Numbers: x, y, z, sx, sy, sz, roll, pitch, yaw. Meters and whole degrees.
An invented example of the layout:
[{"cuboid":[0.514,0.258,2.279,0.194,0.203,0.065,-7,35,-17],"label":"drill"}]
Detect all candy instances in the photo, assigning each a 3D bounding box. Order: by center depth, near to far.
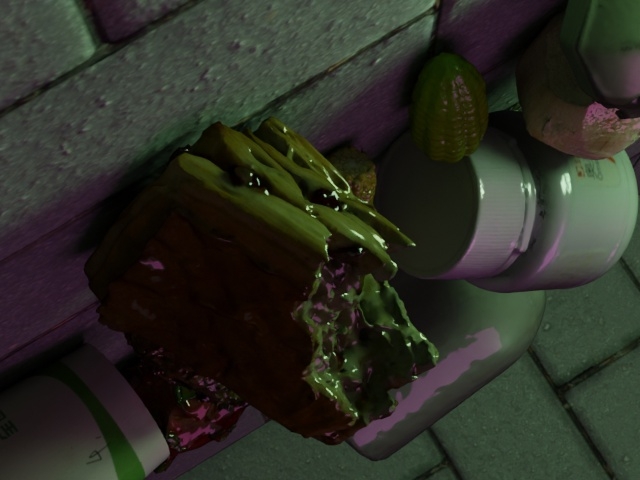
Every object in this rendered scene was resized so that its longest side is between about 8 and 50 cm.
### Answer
[{"cuboid":[0.146,-0.160,1.677,0.096,0.097,0.209,-31,163,-5],"label":"candy"}]

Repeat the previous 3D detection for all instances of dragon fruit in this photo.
[{"cuboid":[-0.229,0.242,2.155,0.269,0.198,0.200,-17,-176,-28],"label":"dragon fruit"}]

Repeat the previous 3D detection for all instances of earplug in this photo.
[{"cuboid":[0.163,0.117,2.352,0.394,0.313,0.312,-38,167,14],"label":"earplug"}]

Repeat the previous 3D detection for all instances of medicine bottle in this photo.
[{"cuboid":[0.243,-0.051,1.934,0.301,0.241,0.241,-2,151,-40],"label":"medicine bottle"}]

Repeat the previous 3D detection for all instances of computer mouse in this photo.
[{"cuboid":[0.440,-0.266,1.620,0.429,0.228,0.145,-27,-153,-36],"label":"computer mouse"}]

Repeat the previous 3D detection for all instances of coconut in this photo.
[{"cuboid":[0.328,-0.191,1.798,0.194,0.194,0.194,-31,168,-7],"label":"coconut"}]

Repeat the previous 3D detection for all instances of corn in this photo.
[{"cuboid":[0.015,-0.019,1.841,0.091,0.091,0.260,-6,145,-19],"label":"corn"}]

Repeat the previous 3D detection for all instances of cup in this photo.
[{"cuboid":[-0.355,0.280,1.875,0.274,0.253,0.253,-38,171,-19],"label":"cup"}]

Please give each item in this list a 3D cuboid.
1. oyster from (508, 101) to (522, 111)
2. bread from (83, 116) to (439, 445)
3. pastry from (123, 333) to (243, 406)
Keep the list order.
[{"cuboid":[0.293,-0.163,2.110,0.177,0.064,0.125,-32,161,8],"label":"oyster"},{"cuboid":[-0.037,0.035,1.531,0.314,0.370,0.192,-43,-160,48],"label":"bread"},{"cuboid":[-0.112,0.095,1.787,0.274,0.193,0.275,-27,170,-5],"label":"pastry"}]
